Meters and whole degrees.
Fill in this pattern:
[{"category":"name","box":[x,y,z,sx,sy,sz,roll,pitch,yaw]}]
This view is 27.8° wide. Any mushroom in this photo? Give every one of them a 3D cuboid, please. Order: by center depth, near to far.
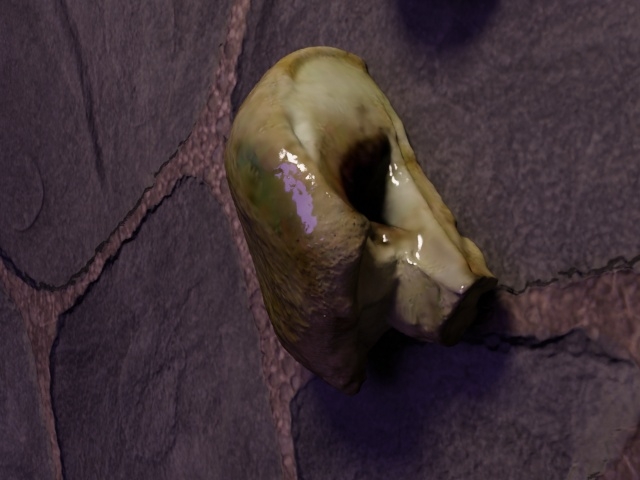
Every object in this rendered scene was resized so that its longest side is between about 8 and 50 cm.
[{"category":"mushroom","box":[-0.008,0.001,1.124,0.217,0.212,0.292,-49,63,29]}]
